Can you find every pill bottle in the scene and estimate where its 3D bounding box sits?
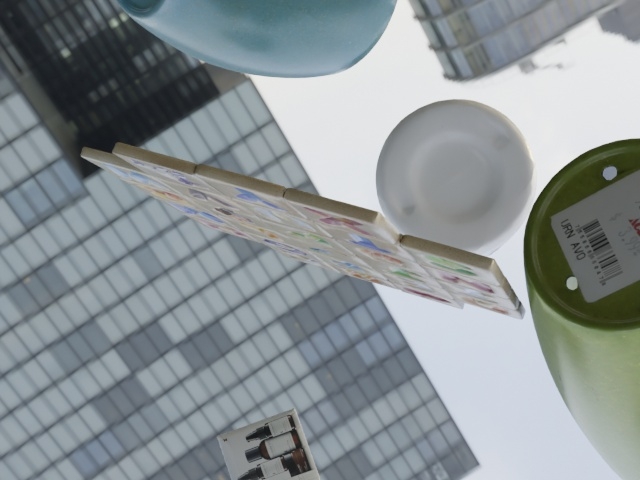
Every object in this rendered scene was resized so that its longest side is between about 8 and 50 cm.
[{"bbox_3d":[0.205,-0.076,1.584,0.224,0.224,0.392,-30,174,4],"label":"pill bottle"}]

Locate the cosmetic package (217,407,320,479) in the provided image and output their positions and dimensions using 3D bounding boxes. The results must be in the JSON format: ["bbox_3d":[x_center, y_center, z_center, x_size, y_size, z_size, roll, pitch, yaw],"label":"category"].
[{"bbox_3d":[-0.035,0.322,1.172,0.099,0.239,0.060,-20,167,-6],"label":"cosmetic package"}]

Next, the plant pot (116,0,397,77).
[{"bbox_3d":[-0.089,-0.283,0.948,0.195,0.290,0.290,-18,-169,-37],"label":"plant pot"}]

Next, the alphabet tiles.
[{"bbox_3d":[0.000,0.000,0.741,0.285,0.342,0.011,16,-97,18],"label":"alphabet tiles"}]

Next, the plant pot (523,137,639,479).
[{"bbox_3d":[0.270,0.050,0.768,0.274,0.293,0.275,-15,-119,29],"label":"plant pot"}]
